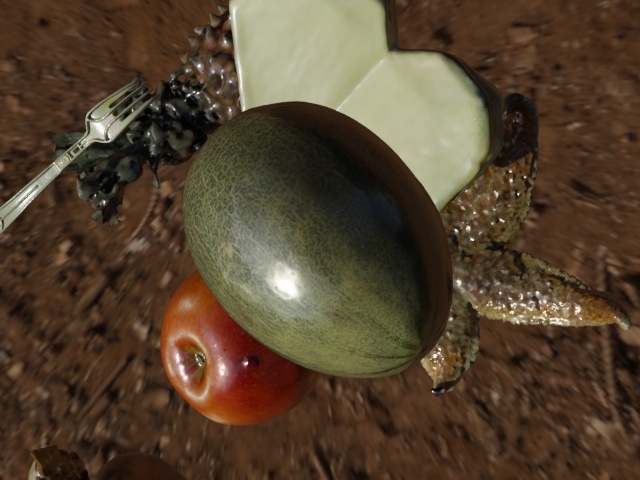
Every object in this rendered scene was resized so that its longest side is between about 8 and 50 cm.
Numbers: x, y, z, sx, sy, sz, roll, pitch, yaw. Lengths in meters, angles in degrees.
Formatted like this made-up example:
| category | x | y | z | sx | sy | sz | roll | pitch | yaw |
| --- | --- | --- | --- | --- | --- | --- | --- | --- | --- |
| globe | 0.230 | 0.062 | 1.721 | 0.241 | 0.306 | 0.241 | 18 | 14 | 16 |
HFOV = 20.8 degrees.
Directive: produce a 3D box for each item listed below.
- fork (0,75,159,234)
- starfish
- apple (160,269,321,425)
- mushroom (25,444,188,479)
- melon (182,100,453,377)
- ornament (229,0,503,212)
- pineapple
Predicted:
| category | x | y | z | sx | sy | sz | roll | pitch | yaw |
| --- | --- | --- | --- | --- | --- | --- | --- | --- | --- |
| fork | -0.233 | -0.067 | 1.538 | 0.219 | 0.028 | 0.034 | -39 | 99 | 13 |
| starfish | 0.071 | -0.006 | 1.236 | 0.295 | 0.048 | 0.231 | -3 | 88 | 22 |
| apple | -0.076 | 0.097 | 1.669 | 0.139 | 0.163 | 0.163 | -26 | 95 | -29 |
| mushroom | -0.202 | 0.326 | 1.689 | 0.163 | 0.297 | 0.278 | -1 | 112 | 10 |
| melon | 0.000 | 0.000 | 0.727 | 0.130 | 0.098 | 0.098 | 43 | 92 | 16 |
| ornament | 0.008 | -0.086 | 1.163 | 0.201 | 0.059 | 0.180 | 46 | 114 | 3 |
| pineapple | -0.104 | -0.146 | 1.793 | 0.361 | 0.175 | 0.175 | -34 | 95 | -16 |
